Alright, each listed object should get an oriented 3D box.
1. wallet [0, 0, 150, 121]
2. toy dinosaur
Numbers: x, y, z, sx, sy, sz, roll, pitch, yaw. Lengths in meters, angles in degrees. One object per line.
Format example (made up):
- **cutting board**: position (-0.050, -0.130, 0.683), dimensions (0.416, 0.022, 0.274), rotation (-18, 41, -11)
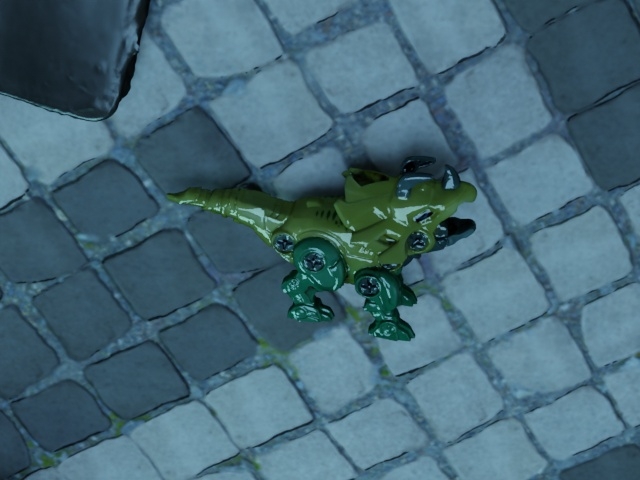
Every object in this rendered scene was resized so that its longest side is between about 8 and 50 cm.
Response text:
- **wallet**: position (-0.196, -0.245, 0.996), dimensions (0.165, 0.042, 0.309), rotation (14, 117, -6)
- **toy dinosaur**: position (0.000, 0.000, 1.111), dimensions (0.259, 0.094, 0.153), rotation (2, 120, 8)
